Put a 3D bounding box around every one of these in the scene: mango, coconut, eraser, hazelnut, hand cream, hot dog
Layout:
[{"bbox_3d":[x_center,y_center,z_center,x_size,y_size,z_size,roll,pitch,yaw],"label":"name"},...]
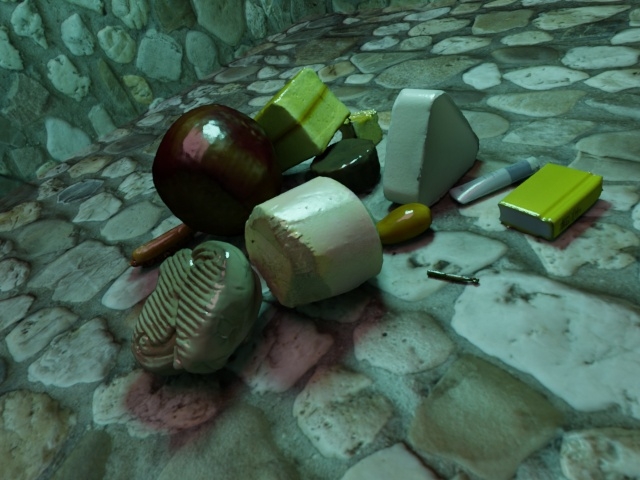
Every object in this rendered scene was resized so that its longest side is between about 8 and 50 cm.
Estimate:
[{"bbox_3d":[0.215,-0.042,1.291,0.184,0.084,0.102,-21,35,10],"label":"mango"},{"bbox_3d":[0.000,0.000,1.170,0.310,0.297,0.298,-24,34,-29],"label":"coconut"},{"bbox_3d":[0.582,-0.102,1.202,0.226,0.069,0.158,-35,40,-18],"label":"eraser"},{"bbox_3d":[-0.304,-0.215,1.478,0.421,0.420,0.353,-39,24,-23],"label":"hazelnut"},{"bbox_3d":[0.340,-0.273,1.422,0.331,0.331,0.150,-41,39,-25],"label":"eraser"},{"bbox_3d":[0.496,-0.171,1.353,0.256,0.048,0.079,-23,31,1],"label":"hand cream"},{"bbox_3d":[-0.518,0.021,1.570,0.249,0.076,0.102,-32,1,-18],"label":"hot dog"}]

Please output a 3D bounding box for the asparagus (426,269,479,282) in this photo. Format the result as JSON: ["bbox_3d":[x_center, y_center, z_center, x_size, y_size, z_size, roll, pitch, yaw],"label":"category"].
[{"bbox_3d":[0.316,0.087,1.134,0.127,0.015,0.018,9,47,34],"label":"asparagus"}]

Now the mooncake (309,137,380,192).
[{"bbox_3d":[0.087,-0.245,1.582,0.229,0.124,0.228,-18,35,13],"label":"mooncake"}]

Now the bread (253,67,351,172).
[{"bbox_3d":[-0.124,-0.395,1.687,0.362,0.233,0.244,-19,33,51],"label":"bread"}]

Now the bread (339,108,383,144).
[{"bbox_3d":[0.120,-0.395,1.738,0.169,0.140,0.160,-3,30,27],"label":"bread"}]

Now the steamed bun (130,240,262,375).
[{"bbox_3d":[-0.268,0.175,1.146,0.310,0.220,0.323,-9,61,39],"label":"steamed bun"}]

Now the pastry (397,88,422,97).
[{"bbox_3d":[0.335,-0.503,1.825,0.122,0.089,0.258,-10,33,35],"label":"pastry"}]
